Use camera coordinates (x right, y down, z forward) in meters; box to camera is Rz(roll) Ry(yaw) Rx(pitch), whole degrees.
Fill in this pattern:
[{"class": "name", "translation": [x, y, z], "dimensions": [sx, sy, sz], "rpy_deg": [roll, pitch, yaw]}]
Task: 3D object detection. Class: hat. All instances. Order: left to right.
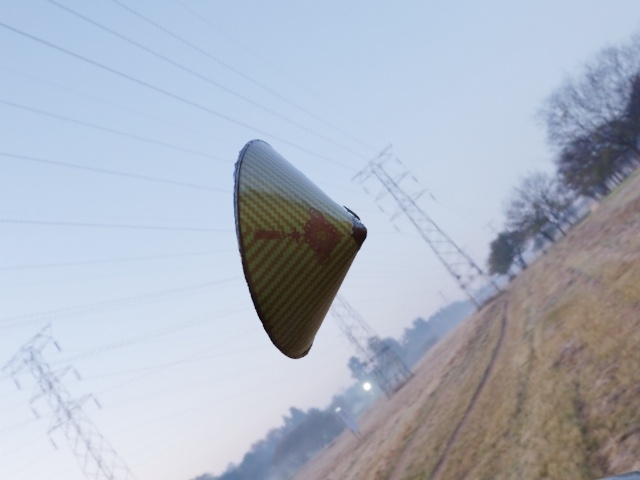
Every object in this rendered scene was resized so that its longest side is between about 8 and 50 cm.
[{"class": "hat", "translation": [0.000, 0.000, 0.569], "dimensions": [0.082, 0.193, 0.193], "rpy_deg": [-11, -8, 13]}]

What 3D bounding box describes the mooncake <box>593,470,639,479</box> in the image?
[{"class": "mooncake", "translation": [0.211, 0.355, 0.311], "dimensions": [0.467, 0.467, 0.262], "rpy_deg": [-28, -22, -38]}]
